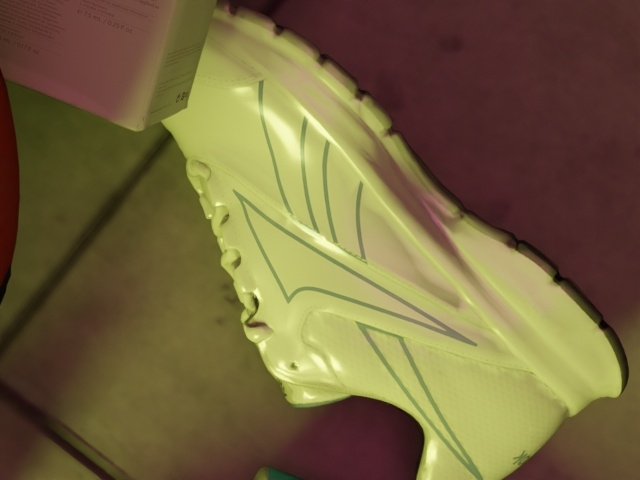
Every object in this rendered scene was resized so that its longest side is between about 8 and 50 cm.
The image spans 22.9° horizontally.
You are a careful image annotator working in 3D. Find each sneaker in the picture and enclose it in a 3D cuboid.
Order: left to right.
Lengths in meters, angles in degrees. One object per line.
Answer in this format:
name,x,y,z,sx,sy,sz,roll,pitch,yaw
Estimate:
sneaker,0.000,0.000,0.720,0.297,0.111,0.129,43,89,2

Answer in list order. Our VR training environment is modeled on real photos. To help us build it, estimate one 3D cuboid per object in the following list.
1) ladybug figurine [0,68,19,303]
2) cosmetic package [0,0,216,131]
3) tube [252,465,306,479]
ladybug figurine,-0.271,0.054,0.580,0.449,0.162,0.305,-39,47,9
cosmetic package,-0.157,-0.134,0.646,0.239,0.060,0.099,22,111,10
tube,0.057,0.169,0.737,0.207,0.052,0.080,25,88,-7
